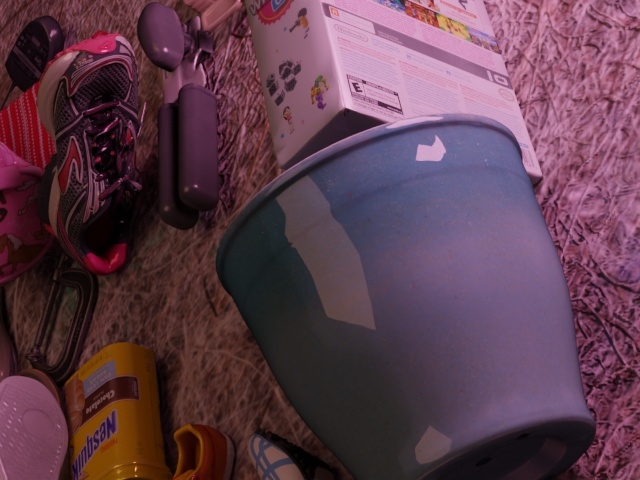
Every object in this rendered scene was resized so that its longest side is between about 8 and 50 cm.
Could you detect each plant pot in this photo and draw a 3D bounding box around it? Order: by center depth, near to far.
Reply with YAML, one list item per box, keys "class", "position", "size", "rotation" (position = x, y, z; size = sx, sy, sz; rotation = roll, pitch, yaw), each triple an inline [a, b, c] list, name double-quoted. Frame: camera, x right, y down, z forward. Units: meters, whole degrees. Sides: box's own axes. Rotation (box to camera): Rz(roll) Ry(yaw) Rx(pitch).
- class: "plant pot"
  position: [0.085, 0.080, 1.426]
  size: [0.271, 0.271, 0.255]
  rotation: [-42, 58, 32]

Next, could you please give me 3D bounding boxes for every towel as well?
- class: "towel"
  position: [-0.336, -0.119, 2.218]
  size: [0.275, 0.031, 0.199]
  rotation: [-30, 58, 41]

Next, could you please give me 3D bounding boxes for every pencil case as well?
- class: "pencil case"
  position: [-0.457, -0.083, 2.210]
  size: [0.160, 0.167, 0.386]
  rotation: [-41, 38, -9]

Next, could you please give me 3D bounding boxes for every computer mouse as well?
- class: "computer mouse"
  position: [-0.395, -0.192, 2.347]
  size: [0.071, 0.041, 0.242]
  rotation: [49, 120, 23]

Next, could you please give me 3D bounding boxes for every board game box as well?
- class: "board game box"
  position: [0.053, -0.174, 1.603]
  size: [0.097, 0.224, 0.303]
  rotation: [-43, 44, 35]

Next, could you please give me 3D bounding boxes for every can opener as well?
- class: "can opener"
  position: [-0.167, -0.145, 1.974]
  size: [0.076, 0.095, 0.283]
  rotation: [-40, 39, 35]

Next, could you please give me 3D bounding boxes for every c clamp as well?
- class: "c clamp"
  position: [-0.311, 0.090, 2.117]
  size: [0.137, 0.022, 0.161]
  rotation: [0, 74, 45]

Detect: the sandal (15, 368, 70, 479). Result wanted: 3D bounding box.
- class: "sandal"
  position: [-0.325, 0.211, 2.046]
  size: [0.072, 0.049, 0.180]
  rotation: [-57, 40, 27]

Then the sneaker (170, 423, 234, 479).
- class: "sneaker"
  position: [-0.122, 0.264, 1.752]
  size: [0.064, 0.067, 0.175]
  rotation: [-32, 52, 38]

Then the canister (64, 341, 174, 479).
- class: "canister"
  position: [-0.218, 0.208, 1.896]
  size: [0.126, 0.073, 0.170]
  rotation: [-41, 44, 35]

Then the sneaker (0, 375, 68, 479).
- class: "sneaker"
  position: [-0.333, 0.277, 1.890]
  size: [0.151, 0.094, 0.256]
  rotation: [-47, 41, 41]

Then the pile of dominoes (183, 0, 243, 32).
- class: "pile of dominoes"
  position: [-0.060, -0.354, 2.007]
  size: [0.251, 0.040, 0.196]
  rotation: [-37, 46, 26]

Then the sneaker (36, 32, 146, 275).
- class: "sneaker"
  position: [-0.240, -0.097, 1.989]
  size: [0.112, 0.120, 0.299]
  rotation: [49, 146, 38]

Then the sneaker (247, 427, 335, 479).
- class: "sneaker"
  position: [-0.013, 0.247, 1.603]
  size: [0.086, 0.085, 0.237]
  rotation: [-52, 38, 6]

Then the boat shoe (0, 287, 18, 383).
- class: "boat shoe"
  position: [-0.469, 0.086, 2.235]
  size: [0.123, 0.116, 0.324]
  rotation: [-54, 39, 20]
